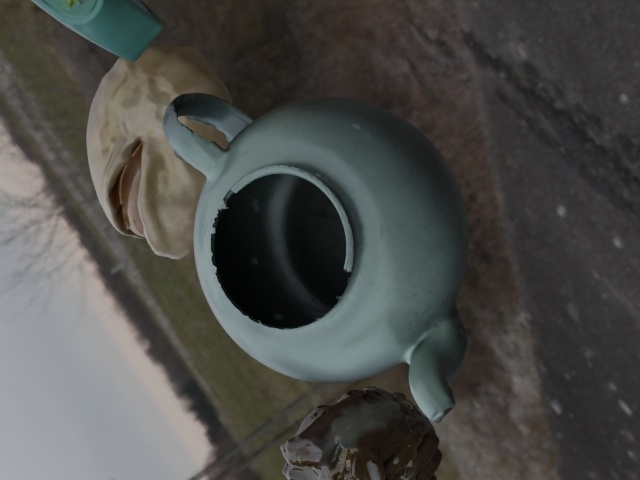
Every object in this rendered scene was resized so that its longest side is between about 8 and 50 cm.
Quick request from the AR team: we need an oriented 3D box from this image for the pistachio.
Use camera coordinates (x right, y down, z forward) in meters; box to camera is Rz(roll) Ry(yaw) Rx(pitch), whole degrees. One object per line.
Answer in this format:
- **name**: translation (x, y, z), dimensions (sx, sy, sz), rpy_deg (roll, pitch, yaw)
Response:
- **pistachio**: translation (-0.201, -0.107, 1.443), dimensions (0.193, 0.214, 0.318), rpy_deg (26, 142, 11)

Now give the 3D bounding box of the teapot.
- **teapot**: translation (0.000, 0.000, 0.753), dimensions (0.294, 0.193, 0.129), rpy_deg (45, -157, 17)

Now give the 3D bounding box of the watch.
- **watch**: translation (-0.263, -0.276, 1.127), dimensions (0.237, 0.068, 0.195), rpy_deg (38, -172, -8)

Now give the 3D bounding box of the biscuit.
- **biscuit**: translation (0.020, 0.317, 1.292), dimensions (0.115, 0.366, 0.268), rpy_deg (37, -152, 24)
